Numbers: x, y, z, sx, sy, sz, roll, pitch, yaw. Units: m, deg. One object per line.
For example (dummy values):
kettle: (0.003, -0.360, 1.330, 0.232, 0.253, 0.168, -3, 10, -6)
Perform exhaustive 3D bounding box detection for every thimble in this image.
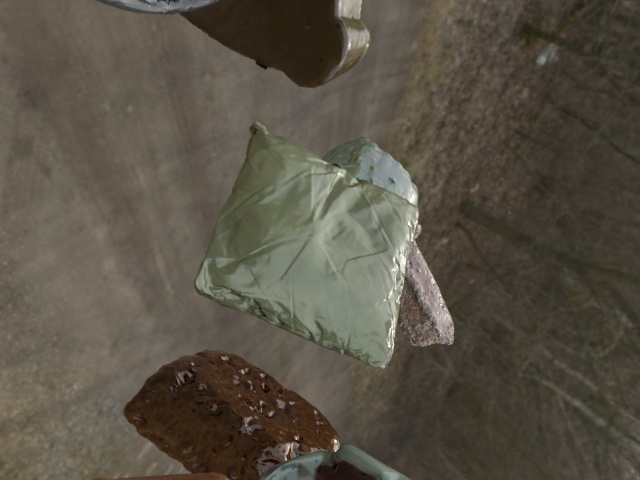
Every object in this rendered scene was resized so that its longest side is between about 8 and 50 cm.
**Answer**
thimble: (0.063, -0.058, 1.329, 0.171, 0.205, 0.250, -56, 161, -31)

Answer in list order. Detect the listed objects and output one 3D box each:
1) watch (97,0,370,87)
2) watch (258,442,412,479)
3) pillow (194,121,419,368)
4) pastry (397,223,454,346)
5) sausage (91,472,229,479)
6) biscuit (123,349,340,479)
watch: (-0.090, -0.253, 0.396, 0.327, 0.314, 0.335, -21, 138, -48)
watch: (0.015, 0.339, 0.741, 0.241, 0.253, 0.161, -32, 142, -29)
pillow: (-0.002, 0.000, 0.998, 0.076, 0.281, 0.274, -43, -154, 54)
pastry: (0.181, 0.091, 1.474, 0.103, 0.112, 0.264, -37, 113, -61)
sausage: (-0.185, 0.289, 0.860, 0.177, 0.047, 0.040, 10, 70, -32)
biscuit: (-0.156, 0.379, 1.525, 0.166, 0.395, 0.343, -59, 165, 5)
